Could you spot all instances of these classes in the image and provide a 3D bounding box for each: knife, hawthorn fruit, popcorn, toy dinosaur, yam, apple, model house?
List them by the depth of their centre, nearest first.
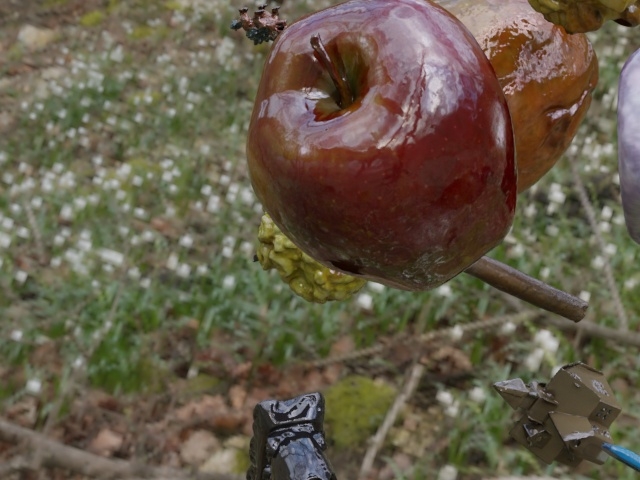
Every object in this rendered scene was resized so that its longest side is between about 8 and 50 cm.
[{"bbox_3d":[0.069,-0.096,1.262,0.288,0.288,0.317,15,-22,31],"label":"apple"},{"bbox_3d":[0.472,0.326,1.489,0.296,0.026,0.044,30,-4,-3],"label":"knife"},{"bbox_3d":[-0.088,-0.309,1.724,0.049,0.055,0.154,-20,20,-27],"label":"toy dinosaur"},{"bbox_3d":[-0.001,-0.002,2.007,0.218,0.189,0.169,49,-45,-11],"label":"popcorn"},{"bbox_3d":[0.335,0.074,2.034,0.263,0.046,0.046,23,-7,-17],"label":"yam"},{"bbox_3d":[0.495,-0.512,2.091,0.264,0.332,0.225,13,-4,-25],"label":"popcorn"},{"bbox_3d":[0.432,0.328,2.304,0.248,0.181,0.176,22,24,-23],"label":"model house"},{"bbox_3d":[0.349,-0.311,2.470,0.471,0.472,0.472,19,-6,2],"label":"hawthorn fruit"}]

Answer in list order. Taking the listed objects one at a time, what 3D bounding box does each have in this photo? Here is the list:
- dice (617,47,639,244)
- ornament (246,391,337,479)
[{"bbox_3d":[0.588,-0.139,1.791,0.271,0.270,0.270,-2,-27,19],"label":"dice"},{"bbox_3d":[-0.029,0.364,1.580,0.106,0.260,0.251,-4,-45,-10],"label":"ornament"}]
